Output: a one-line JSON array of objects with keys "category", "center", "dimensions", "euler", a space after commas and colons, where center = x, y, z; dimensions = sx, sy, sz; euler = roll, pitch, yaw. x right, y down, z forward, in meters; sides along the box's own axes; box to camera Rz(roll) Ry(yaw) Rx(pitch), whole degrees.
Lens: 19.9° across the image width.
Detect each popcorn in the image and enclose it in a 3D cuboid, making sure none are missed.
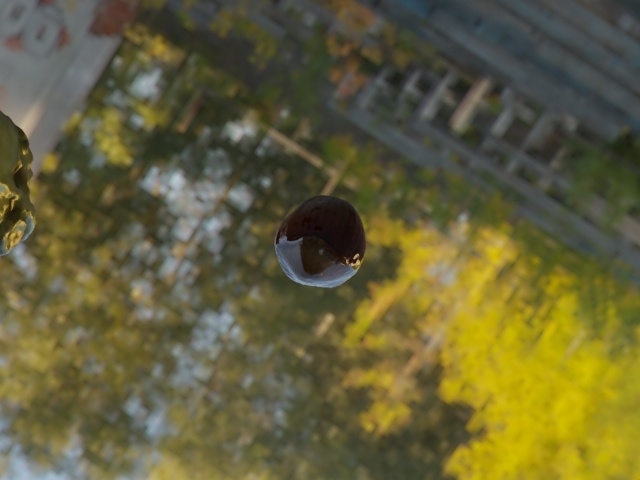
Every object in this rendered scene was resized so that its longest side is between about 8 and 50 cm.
[{"category": "popcorn", "center": [-0.448, -0.088, 2.042], "dimensions": [0.286, 0.225, 0.174], "euler": [74, -170, -50]}]

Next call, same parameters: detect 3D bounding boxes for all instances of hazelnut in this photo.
[{"category": "hazelnut", "center": [0.000, 0.000, 1.534], "dimensions": [0.086, 0.086, 0.086], "euler": [33, -171, -6]}]
